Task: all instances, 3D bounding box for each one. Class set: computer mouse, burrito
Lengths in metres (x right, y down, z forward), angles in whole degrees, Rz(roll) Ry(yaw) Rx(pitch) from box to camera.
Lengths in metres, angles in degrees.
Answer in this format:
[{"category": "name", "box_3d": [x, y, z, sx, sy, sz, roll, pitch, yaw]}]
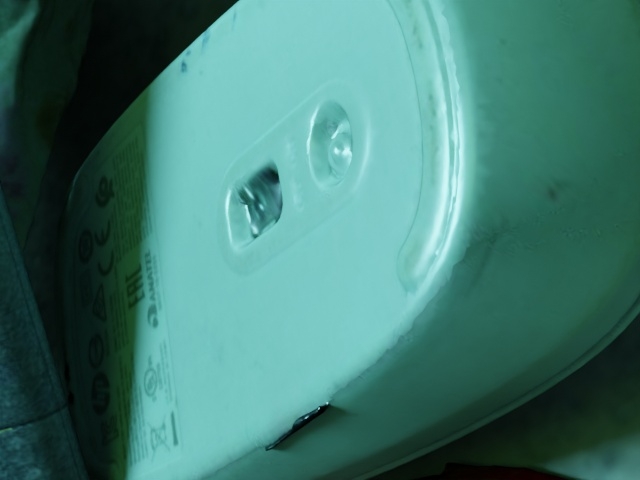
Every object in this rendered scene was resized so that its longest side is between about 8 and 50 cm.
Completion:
[{"category": "computer mouse", "box_3d": [0.006, 0.000, 0.483, 0.288, 0.097, 0.159, -36, 58, 49]}, {"category": "burrito", "box_3d": [-0.149, -0.034, 0.605, 0.144, 0.089, 0.229, 150, 132, -72]}]

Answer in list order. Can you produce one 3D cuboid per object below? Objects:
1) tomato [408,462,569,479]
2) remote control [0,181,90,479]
[{"category": "tomato", "box_3d": [0.031, 0.168, 0.427, 0.225, 0.085, 0.225, -15, 66, 39]}, {"category": "remote control", "box_3d": [-0.138, 0.045, 0.513, 0.107, 0.044, 0.378, -10, 100, 33]}]
